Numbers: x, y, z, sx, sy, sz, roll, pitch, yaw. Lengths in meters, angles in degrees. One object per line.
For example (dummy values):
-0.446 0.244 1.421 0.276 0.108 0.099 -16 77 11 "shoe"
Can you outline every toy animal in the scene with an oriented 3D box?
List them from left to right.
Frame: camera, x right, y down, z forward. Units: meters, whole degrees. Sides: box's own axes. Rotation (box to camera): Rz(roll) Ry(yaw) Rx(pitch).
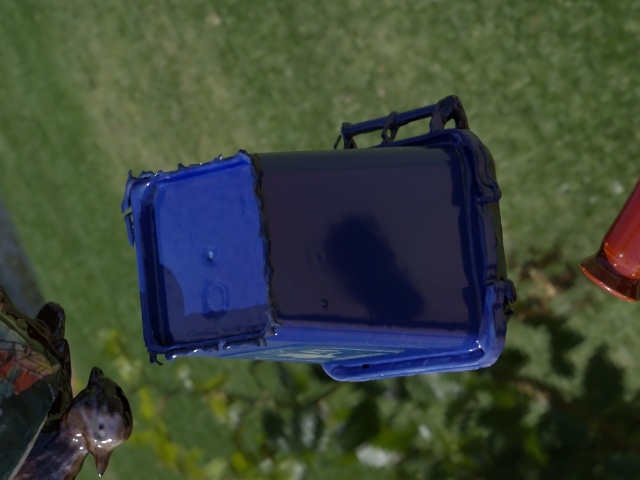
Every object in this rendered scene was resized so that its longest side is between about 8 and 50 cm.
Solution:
-0.189 0.087 1.133 0.179 0.089 0.188 -27 64 37 "toy animal"

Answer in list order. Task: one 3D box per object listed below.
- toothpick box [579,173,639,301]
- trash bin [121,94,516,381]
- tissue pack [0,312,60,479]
0.197 -0.005 1.098 0.047 0.083 0.047 29 -165 -9 "toothpick box"
0.000 0.000 1.143 0.162 0.234 0.184 -12 82 41 "trash bin"
-0.184 0.031 0.618 0.170 0.090 0.103 36 157 -25 "tissue pack"
